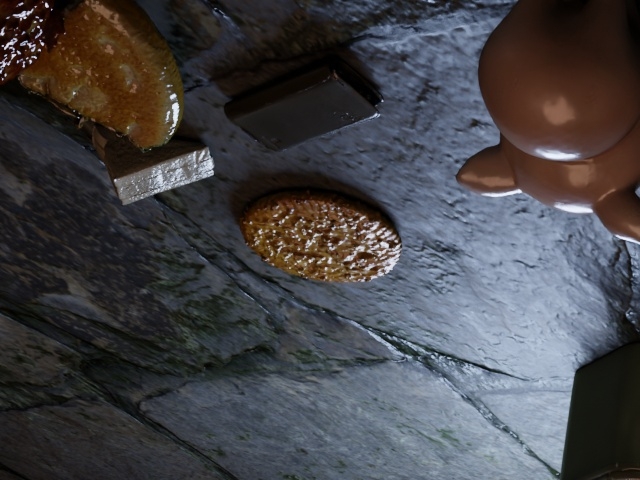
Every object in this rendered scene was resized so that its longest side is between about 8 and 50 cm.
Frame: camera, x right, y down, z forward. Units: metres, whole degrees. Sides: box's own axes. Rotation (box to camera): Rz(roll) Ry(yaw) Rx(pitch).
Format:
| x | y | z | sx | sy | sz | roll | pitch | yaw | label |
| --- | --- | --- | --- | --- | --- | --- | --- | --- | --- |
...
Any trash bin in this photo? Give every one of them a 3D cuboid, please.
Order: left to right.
| x | y | z | sx | sy | sz | roll | pitch | yaw | label |
| --- | --- | --- | --- | --- | --- | --- | --- | --- | --- |
| 0.492 | 0.316 | 2.090 | 0.121 | 0.247 | 0.243 | 21 | 150 | -16 | trash bin |

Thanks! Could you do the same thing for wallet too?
| x | y | z | sx | sy | sz | roll | pitch | yaw | label |
| --- | --- | --- | --- | --- | --- | --- | --- | --- | --- |
| -0.022 | -0.172 | 1.647 | 0.198 | 0.031 | 0.110 | -16 | 141 | 41 | wallet |

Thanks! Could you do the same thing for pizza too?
| x | y | z | sx | sy | sz | roll | pitch | yaw | label |
| --- | --- | --- | --- | --- | --- | --- | --- | --- | --- |
| -0.285 | -0.226 | 1.598 | 0.229 | 0.081 | 0.289 | 0 | 145 | 18 | pizza |

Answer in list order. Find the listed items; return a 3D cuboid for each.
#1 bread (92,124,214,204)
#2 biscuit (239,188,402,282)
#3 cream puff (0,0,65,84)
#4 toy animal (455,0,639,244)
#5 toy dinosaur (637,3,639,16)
| x | y | z | sx | sy | sz | roll | pitch | yaw | label |
| --- | --- | --- | --- | --- | --- | --- | --- | --- | --- |
| -0.239 | -0.126 | 1.816 | 0.152 | 0.105 | 0.077 | -19 | 152 | -11 | bread |
| 0.000 | 0.000 | 1.935 | 0.254 | 0.035 | 0.254 | 8 | 151 | 5 | biscuit |
| -0.451 | -0.283 | 1.404 | 0.351 | 0.228 | 0.350 | 6 | 144 | 4 | cream puff |
| 0.275 | -0.147 | 1.364 | 0.237 | 0.269 | 0.326 | 20 | -164 | 25 | toy animal |
| 0.451 | -0.191 | 1.298 | 0.294 | 0.077 | 0.162 | 44 | -175 | 26 | toy dinosaur |
